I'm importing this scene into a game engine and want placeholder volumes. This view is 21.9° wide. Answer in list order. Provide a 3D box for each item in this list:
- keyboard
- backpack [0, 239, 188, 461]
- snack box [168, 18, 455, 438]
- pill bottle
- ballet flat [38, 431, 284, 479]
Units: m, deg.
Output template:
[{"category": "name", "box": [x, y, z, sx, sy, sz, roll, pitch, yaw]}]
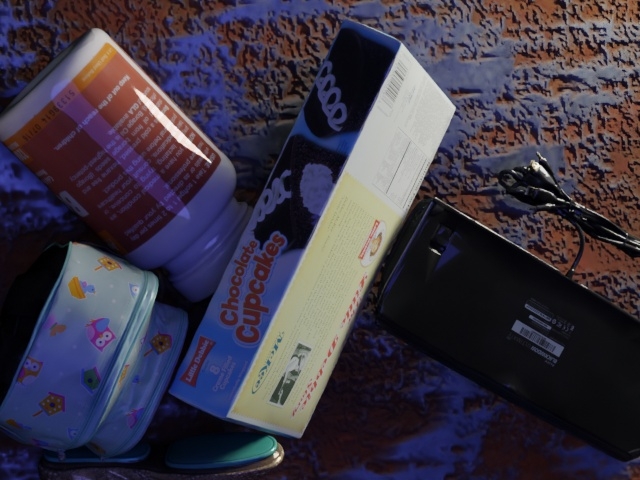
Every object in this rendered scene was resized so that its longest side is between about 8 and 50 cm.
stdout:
[{"category": "keyboard", "box": [0.207, 0.050, 1.472, 0.317, 0.033, 0.201, 30, 88, -23]}, {"category": "backpack", "box": [-0.186, 0.086, 1.279, 0.144, 0.188, 0.165, 25, 78, -5]}, {"category": "snack box", "box": [0.000, 0.000, 1.345, 0.060, 0.187, 0.322, 24, 86, 21]}, {"category": "pill bottle", "box": [-0.147, -0.055, 1.328, 0.121, 0.121, 0.216, -46, 104, -8]}, {"category": "ballet flat", "box": [-0.129, 0.198, 1.363, 0.206, 0.073, 0.067, -2, 108, 11]}]
